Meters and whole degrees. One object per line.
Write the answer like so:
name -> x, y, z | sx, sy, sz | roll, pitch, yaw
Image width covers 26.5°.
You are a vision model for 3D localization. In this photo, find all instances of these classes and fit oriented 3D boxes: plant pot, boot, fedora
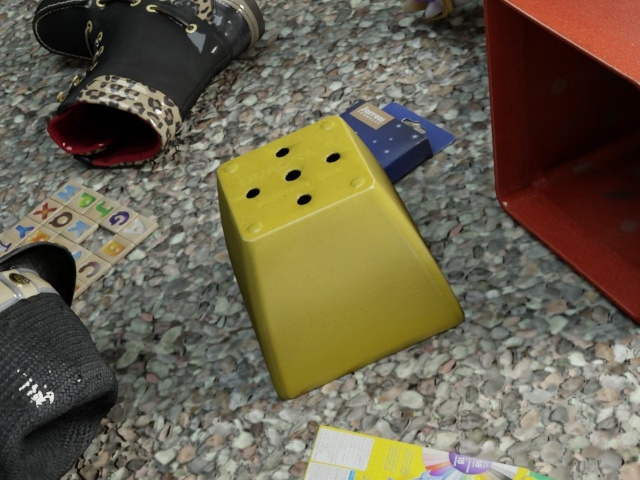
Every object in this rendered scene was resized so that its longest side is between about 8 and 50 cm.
plant pot -> 0.340, -0.125, 1.362 | 0.236, 0.267, 0.267 | -22, 38, -17
boot -> -0.294, -0.239, 1.882 | 0.377, 0.138, 0.284 | 8, 48, 25
plant pot -> 0.000, 0.000, 1.423 | 0.212, 0.187, 0.212 | -24, 40, 0
fedora -> -0.304, 0.160, 1.363 | 0.152, 0.334, 0.334 | 34, 60, 11

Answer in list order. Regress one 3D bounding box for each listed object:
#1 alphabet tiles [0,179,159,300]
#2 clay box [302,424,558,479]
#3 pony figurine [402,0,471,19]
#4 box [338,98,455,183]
alphabet tiles -> -0.346, 0.024, 1.704 | 0.237, 0.009, 0.198 | -43, 43, -23
clay box -> 0.090, 0.244, 1.175 | 0.222, 0.053, 0.127 | 12, 48, 8
pony figurine -> 0.263, -0.348, 1.664 | 0.363, 0.303, 0.351 | -20, 7, 10
box -> 0.036, -0.097, 1.635 | 0.225, 0.036, 0.136 | -35, 41, -16
